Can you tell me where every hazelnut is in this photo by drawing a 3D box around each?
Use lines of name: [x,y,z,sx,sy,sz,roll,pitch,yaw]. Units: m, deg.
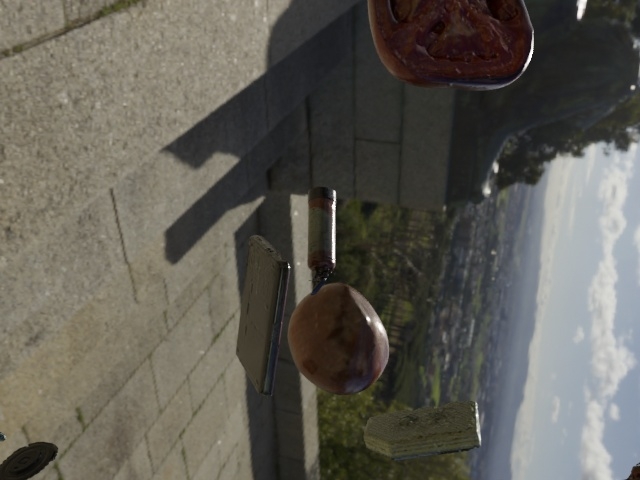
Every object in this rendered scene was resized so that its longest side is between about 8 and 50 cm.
hazelnut: [0.036,0.182,1.253,0.176,0.214,0.214,-29,132,-32]

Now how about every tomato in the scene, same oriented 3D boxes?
tomato: [0.121,-0.227,0.684,0.082,0.166,0.174,136,-47,-73]

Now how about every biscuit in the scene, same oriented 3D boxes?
biscuit: [0.213,0.403,1.441,0.150,0.252,0.052,-47,122,-71]

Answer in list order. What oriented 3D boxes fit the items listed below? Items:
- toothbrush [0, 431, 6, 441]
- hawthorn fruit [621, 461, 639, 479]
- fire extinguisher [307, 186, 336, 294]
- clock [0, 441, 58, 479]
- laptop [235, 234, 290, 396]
toothbrush: [-0.614,0.274,1.106,0.219,0.019,0.016,39,60,-20]
hawthorn fruit: [0.512,0.403,0.888,0.224,0.261,0.224,-48,178,-2]
fire extinguisher: [0.000,0.000,1.116,0.050,0.062,0.177,16,63,-31]
clock: [-0.389,0.294,0.889,0.083,0.074,0.010,-46,131,-57]
laptop: [-0.090,0.109,1.010,0.154,0.026,0.207,-140,-125,-64]
